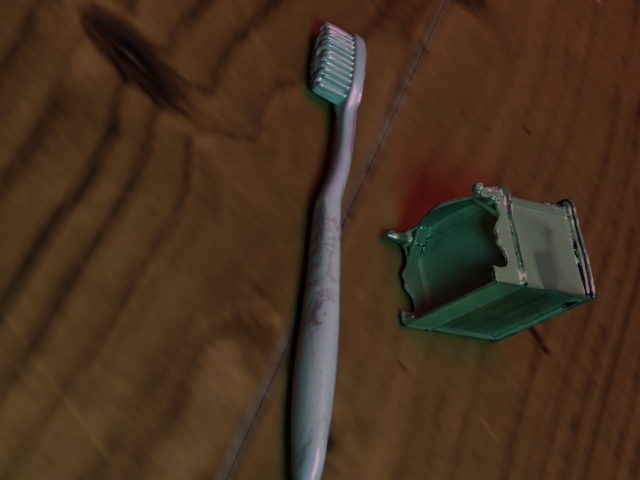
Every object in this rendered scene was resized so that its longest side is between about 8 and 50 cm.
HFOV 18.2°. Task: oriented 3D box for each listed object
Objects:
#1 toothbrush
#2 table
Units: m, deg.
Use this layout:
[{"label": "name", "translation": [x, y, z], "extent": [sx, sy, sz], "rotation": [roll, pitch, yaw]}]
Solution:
[{"label": "toothbrush", "translation": [0.000, 0.000, 1.050], "extent": [0.029, 0.025, 0.307], "rotation": [27, 47, -26]}, {"label": "table", "translation": [0.092, 0.012, 1.105], "extent": [0.083, 0.079, 0.062], "rotation": [10, 61, -44]}]
